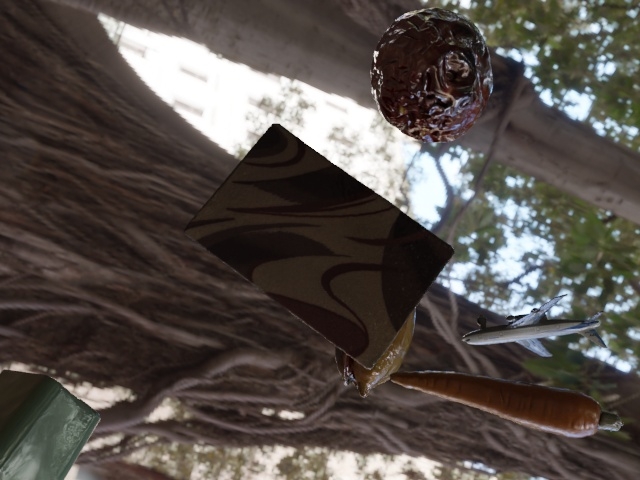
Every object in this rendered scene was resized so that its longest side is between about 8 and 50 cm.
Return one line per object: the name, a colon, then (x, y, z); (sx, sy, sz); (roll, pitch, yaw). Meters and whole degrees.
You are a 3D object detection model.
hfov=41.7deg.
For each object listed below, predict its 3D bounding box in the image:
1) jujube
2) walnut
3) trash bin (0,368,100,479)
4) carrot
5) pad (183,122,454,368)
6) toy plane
jujube: (0.141, -0.201, 1.034); (0.236, 0.168, 0.168); (-93, -152, -77)
walnut: (0.095, 0.153, 1.456); (0.137, 0.137, 0.245); (-40, -153, 54)
trash bin: (-0.542, 0.388, 1.367); (0.223, 0.158, 0.343); (-3, -132, 45)
carrot: (0.263, 0.229, 1.216); (0.069, 0.335, 0.069); (9, 90, -69)
pad: (0.000, 0.000, 1.188); (0.220, 0.330, 0.004); (-53, 173, -15)
toy plane: (0.342, 0.144, 1.352); (0.226, 0.226, 0.058); (76, 18, -57)
